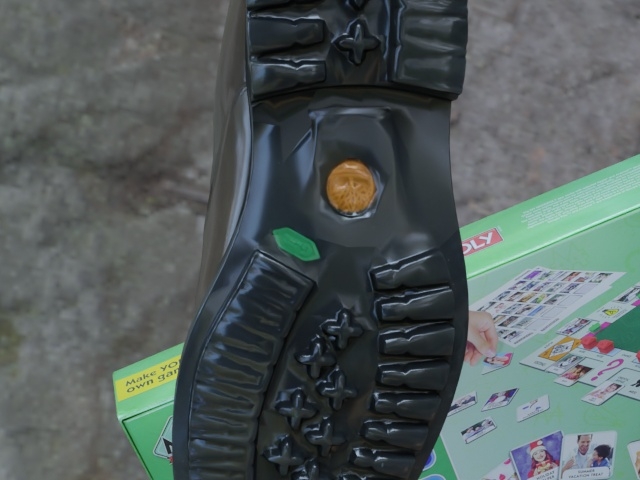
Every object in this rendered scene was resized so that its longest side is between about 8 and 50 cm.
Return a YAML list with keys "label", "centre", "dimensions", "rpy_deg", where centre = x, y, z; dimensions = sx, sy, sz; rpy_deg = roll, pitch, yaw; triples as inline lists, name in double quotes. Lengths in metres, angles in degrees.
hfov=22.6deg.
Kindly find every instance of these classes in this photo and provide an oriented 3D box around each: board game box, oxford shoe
- label: "board game box"
  centre: [0.089, 0.095, 0.766]
  dimensions: [0.317, 0.213, 0.046]
  rpy_deg: [-22, 27, 0]
- label: "oxford shoe"
  centre: [0.000, 0.000, 0.497]
  dimensions: [0.096, 0.082, 0.227]
  rpy_deg: [-139, 58, -78]
